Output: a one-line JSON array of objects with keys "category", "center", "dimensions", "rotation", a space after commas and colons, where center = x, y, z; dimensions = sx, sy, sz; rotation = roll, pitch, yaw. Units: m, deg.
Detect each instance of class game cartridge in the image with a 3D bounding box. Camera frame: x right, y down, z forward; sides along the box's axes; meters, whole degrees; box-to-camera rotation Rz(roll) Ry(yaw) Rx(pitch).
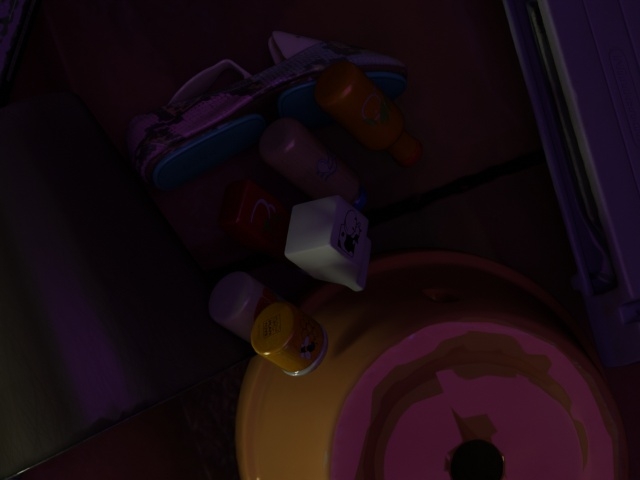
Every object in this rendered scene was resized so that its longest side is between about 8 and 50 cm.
[{"category": "game cartridge", "center": [0.250, -0.097, 0.910], "dimensions": [0.230, 0.068, 0.355], "rotation": [-5, 77, -37]}]

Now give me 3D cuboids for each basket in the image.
[{"category": "basket", "center": [-0.182, 0.024, 0.878], "dimensions": [0.204, 0.154, 0.227], "rotation": [-26, 87, -22]}]

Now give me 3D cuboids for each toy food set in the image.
[{"category": "toy food set", "center": [0.000, 0.000, 0.884], "dimensions": [0.104, 0.111, 0.232], "rotation": [38, 50, -41]}]

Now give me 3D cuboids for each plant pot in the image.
[{"category": "plant pot", "center": [0.090, 0.145, 0.876], "dimensions": [0.291, 0.203, 0.290], "rotation": [0, 88, -7]}]

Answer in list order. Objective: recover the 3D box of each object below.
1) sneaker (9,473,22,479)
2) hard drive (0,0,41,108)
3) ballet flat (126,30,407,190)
[{"category": "sneaker", "center": [-0.288, 0.115, 0.910], "dimensions": [0.170, 0.051, 0.089], "rotation": [21, 82, -9]}, {"category": "hard drive", "center": [-0.366, -0.246, 0.907], "dimensions": [0.339, 0.064, 0.237], "rotation": [17, 86, -6]}, {"category": "ballet flat", "center": [-0.046, -0.111, 0.940], "dimensions": [0.221, 0.077, 0.079], "rotation": [-23, 65, -6]}]
